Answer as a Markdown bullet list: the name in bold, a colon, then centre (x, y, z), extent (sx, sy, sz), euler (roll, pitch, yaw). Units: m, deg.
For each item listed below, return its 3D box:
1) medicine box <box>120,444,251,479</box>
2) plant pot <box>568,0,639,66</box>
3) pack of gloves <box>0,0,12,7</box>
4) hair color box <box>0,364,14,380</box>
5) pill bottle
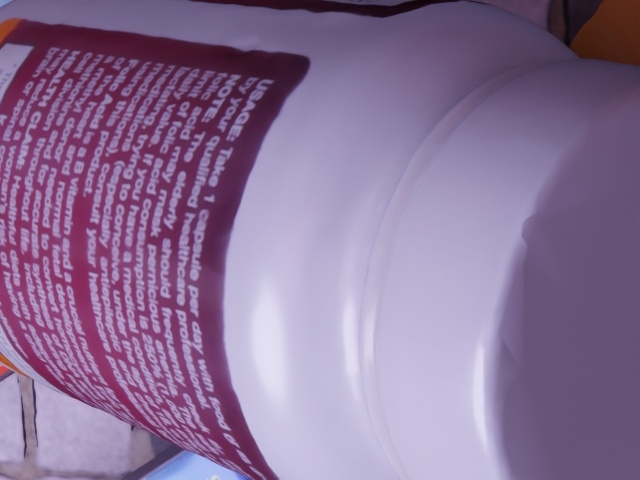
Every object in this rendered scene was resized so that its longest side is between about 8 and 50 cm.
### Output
- **medicine box**: centre (-0.065, 0.263, 0.934), extent (0.289, 0.149, 0.263), euler (-35, 88, 20)
- **plant pot**: centre (0.220, -0.049, 0.767), extent (0.205, 0.205, 0.188), euler (-46, 70, 20)
- **pack of gloves**: centre (-0.216, -0.137, 0.953), extent (0.232, 0.046, 0.195), euler (48, 136, 3)
- **hair color box**: centre (-0.189, 0.057, 0.975), extent (0.141, 0.072, 0.043), euler (-33, 90, 20)
- **pill bottle**: centre (0.000, 0.000, 0.736), extent (0.392, 0.224, 0.224), euler (15, 108, 48)
